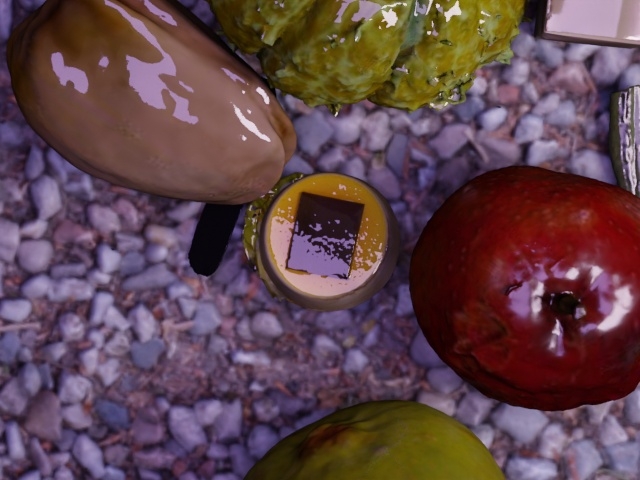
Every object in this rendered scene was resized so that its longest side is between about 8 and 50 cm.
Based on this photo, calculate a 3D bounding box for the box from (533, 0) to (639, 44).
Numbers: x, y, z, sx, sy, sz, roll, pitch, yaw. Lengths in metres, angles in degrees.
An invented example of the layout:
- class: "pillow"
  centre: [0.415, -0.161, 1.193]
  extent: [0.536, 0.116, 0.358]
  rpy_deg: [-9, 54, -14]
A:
- class: "box"
  centre: [0.240, -0.272, 1.647]
  extent: [0.095, 0.168, 0.212]
  rpy_deg: [7, 95, 5]

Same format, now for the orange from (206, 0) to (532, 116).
- class: "orange"
  centre: [0.039, -0.252, 1.631]
  extent: [0.301, 0.223, 0.300]
  rpy_deg: [2, 81, -21]

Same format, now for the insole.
- class: "insole"
  centre: [-0.078, -0.056, 1.747]
  extent: [0.064, 0.004, 0.188]
  rpy_deg: [28, 101, 44]

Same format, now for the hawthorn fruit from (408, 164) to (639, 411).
- class: "hawthorn fruit"
  centre: [0.191, 0.039, 1.628]
  extent: [0.230, 0.266, 0.210]
  rpy_deg: [23, 87, 0]

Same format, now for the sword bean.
- class: "sword bean"
  centre: [0.294, -0.003, 1.731]
  extent: [0.043, 0.038, 0.269]
  rpy_deg: [-10, 94, 29]

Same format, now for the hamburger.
- class: "hamburger"
  centre: [0.000, 0.000, 1.724]
  extent: [0.141, 0.081, 0.127]
  rpy_deg: [-5, 83, 1]

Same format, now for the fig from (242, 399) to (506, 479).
- class: "fig"
  centre: [0.052, 0.306, 1.666]
  extent: [0.258, 0.258, 0.326]
  rpy_deg: [-10, 106, 4]

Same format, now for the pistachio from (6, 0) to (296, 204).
- class: "pistachio"
  centre: [-0.152, -0.118, 1.691]
  extent: [0.260, 0.213, 0.163]
  rpy_deg: [40, 55, -4]
